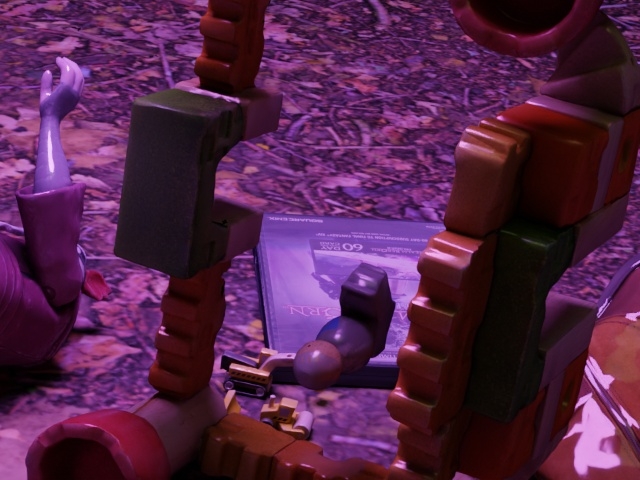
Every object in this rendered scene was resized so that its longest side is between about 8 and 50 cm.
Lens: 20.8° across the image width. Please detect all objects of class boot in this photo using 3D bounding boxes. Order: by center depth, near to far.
[{"bbox_3d":[0.259,0.117,1.184,0.264,0.096,0.280,-19,31,-16],"label":"boot"}]

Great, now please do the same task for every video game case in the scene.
[{"bbox_3d":[0.047,0.046,1.439,0.196,0.026,0.274,3,23,-7],"label":"video game case"}]

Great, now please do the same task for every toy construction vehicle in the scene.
[{"bbox_3d":[-0.048,0.108,1.261,0.098,0.035,0.086,11,25,9],"label":"toy construction vehicle"}]

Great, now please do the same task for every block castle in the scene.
[{"bbox_3d":[0.000,0.000,1.021,0.303,0.453,0.213,17,19,20],"label":"block castle"}]

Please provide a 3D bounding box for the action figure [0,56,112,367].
[{"bbox_3d":[-0.253,0.030,1.197,0.370,0.248,0.275,13,44,-57],"label":"action figure"}]
